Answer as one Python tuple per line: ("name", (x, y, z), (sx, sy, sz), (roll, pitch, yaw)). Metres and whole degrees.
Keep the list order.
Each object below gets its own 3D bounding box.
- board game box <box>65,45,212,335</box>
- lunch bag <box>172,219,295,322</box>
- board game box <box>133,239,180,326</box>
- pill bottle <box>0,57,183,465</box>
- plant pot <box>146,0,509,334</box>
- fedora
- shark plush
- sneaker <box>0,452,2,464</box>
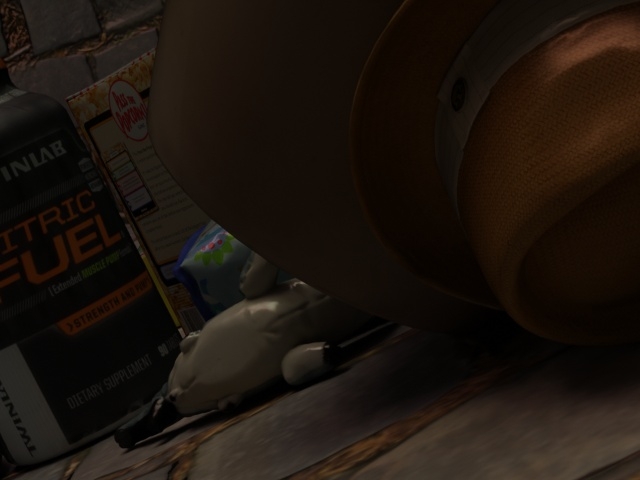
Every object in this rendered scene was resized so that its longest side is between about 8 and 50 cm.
("board game box", (-0.079, -0.033, 1.084), (0.045, 0.194, 0.146), (-31, 8, -35))
("lunch bag", (0.000, 0.000, 0.935), (0.128, 0.096, 0.151), (-25, 16, 14))
("board game box", (-0.131, 0.029, 1.399), (0.316, 0.064, 0.242), (-25, 6, 13))
("pill bottle", (-0.186, 0.001, 0.989), (0.130, 0.246, 0.130), (-26, 6, 3))
("plant pot", (0.067, -0.126, 0.694), (0.280, 0.323, 0.323), (-59, -6, 20))
("fedora", (0.103, -0.024, 0.561), (0.194, 0.194, 0.079), (-25, 43, 16))
("shark plush", (-0.036, 0.070, 0.844), (0.161, 0.073, 0.067), (-46, -19, 13))
("sneaker", (-0.282, 0.111, 0.915), (0.135, 0.150, 0.366), (-25, 6, 3))
